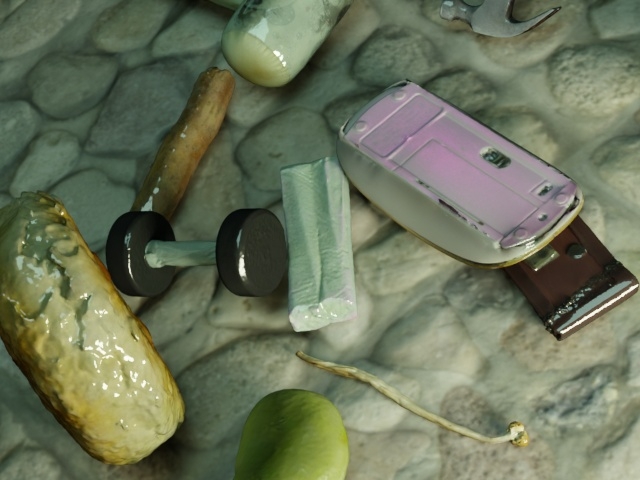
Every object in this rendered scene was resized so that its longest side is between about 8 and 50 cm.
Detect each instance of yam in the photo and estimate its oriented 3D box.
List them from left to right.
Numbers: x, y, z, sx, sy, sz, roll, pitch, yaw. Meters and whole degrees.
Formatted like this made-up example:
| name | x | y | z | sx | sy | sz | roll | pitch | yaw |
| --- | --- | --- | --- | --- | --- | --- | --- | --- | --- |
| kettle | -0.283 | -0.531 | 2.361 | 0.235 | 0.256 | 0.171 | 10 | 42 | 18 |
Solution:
| name | x | y | z | sx | sy | sz | roll | pitch | yaw |
| --- | --- | --- | --- | --- | --- | --- | --- | --- | --- |
| yam | -0.166 | -0.106 | 2.032 | 0.057 | 0.057 | 0.241 | 12 | 64 | 25 |

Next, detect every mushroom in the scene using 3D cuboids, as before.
| name | x | y | z | sx | sy | sz | roll | pitch | yaw |
| --- | --- | --- | --- | --- | --- | --- | --- | --- | --- |
| mushroom | 0.091 | 0.168 | 1.782 | 0.286 | 0.026 | 0.028 | 16 | 48 | 28 |

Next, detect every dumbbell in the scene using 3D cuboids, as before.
| name | x | y | z | sx | sy | sz | roll | pitch | yaw |
| --- | --- | --- | --- | --- | --- | --- | --- | --- | --- |
| dumbbell | -0.139 | 0.014 | 1.887 | 0.191 | 0.100 | 0.100 | -1 | 56 | 33 |

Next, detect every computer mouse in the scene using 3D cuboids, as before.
| name | x | y | z | sx | sy | sz | roll | pitch | yaw |
| --- | --- | --- | --- | --- | --- | --- | --- | --- | --- |
| computer mouse | 0.152 | -0.072 | 1.886 | 0.158 | 0.072 | 0.310 | -40 | 51 | -18 |

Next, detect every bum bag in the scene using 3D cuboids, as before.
| name | x | y | z | sx | sy | sz | roll | pitch | yaw |
| --- | --- | --- | --- | --- | --- | --- | --- | --- | --- |
| bum bag | 0.259 | 0.030 | 1.820 | 0.109 | 0.026 | 0.159 | -31 | 48 | -4 |

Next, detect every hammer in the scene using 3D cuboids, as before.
| name | x | y | z | sx | sy | sz | roll | pitch | yaw |
| --- | --- | --- | --- | --- | --- | --- | --- | --- | --- |
| hammer | -0.111 | -0.310 | 2.122 | 0.305 | 0.113 | 0.202 | 22 | 63 | 34 |
| hammer | 0.242 | -0.377 | 1.975 | 0.137 | 0.037 | 0.289 | 22 | 110 | 18 |

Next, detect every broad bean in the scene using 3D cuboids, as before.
| name | x | y | z | sx | sy | sz | roll | pitch | yaw |
| --- | --- | --- | --- | --- | --- | --- | --- | --- | --- |
| broad bean | -0.034 | 0.233 | 1.739 | 0.124 | 0.082 | 0.174 | 3 | 60 | 22 |

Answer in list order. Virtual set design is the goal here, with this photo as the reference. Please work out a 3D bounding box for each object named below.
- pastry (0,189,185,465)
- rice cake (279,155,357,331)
| name | x | y | z | sx | sy | sz | roll | pitch | yaw |
| --- | --- | --- | --- | --- | --- | --- | --- | --- | --- |
| pastry | -0.264 | 0.091 | 1.776 | 0.136 | 0.329 | 0.329 | -33 | 54 | -6 |
| rice cake | -0.001 | 0.001 | 1.909 | 0.080 | 0.042 | 0.221 | -9 | 54 | 7 |
